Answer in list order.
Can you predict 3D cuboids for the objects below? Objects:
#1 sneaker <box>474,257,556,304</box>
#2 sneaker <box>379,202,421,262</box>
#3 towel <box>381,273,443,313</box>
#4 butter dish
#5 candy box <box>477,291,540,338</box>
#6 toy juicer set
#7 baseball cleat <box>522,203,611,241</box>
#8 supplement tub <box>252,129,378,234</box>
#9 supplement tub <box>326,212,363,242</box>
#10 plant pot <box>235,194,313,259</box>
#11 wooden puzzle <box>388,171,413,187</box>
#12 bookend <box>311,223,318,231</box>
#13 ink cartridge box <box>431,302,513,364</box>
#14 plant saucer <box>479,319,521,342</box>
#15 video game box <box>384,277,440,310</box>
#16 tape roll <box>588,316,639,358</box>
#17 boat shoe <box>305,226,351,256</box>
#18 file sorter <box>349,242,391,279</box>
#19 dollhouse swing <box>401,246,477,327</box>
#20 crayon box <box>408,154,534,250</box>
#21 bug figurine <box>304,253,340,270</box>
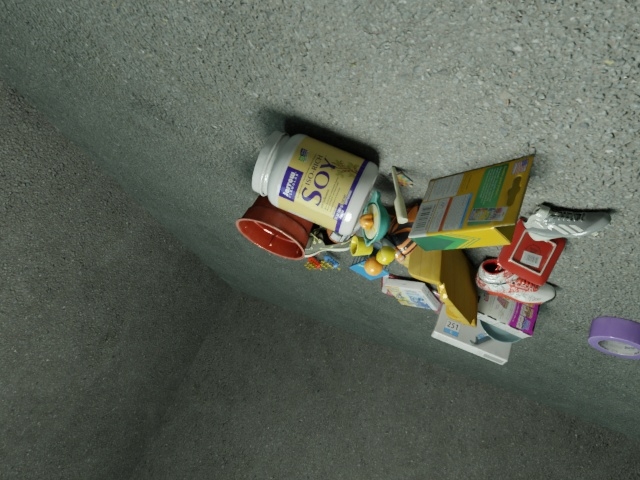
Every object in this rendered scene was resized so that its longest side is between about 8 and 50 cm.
[{"bbox_3d":[0.682,0.139,1.503,0.270,0.090,0.145,9,143,19],"label":"sneaker"},{"bbox_3d":[0.272,-0.053,1.476,0.124,0.180,0.321,44,-173,-28],"label":"sneaker"},{"bbox_3d":[0.454,0.260,2.129,0.329,0.037,0.237,20,158,16],"label":"towel"},{"bbox_3d":[0.610,0.031,1.295,0.160,0.159,0.118,26,-177,-1],"label":"butter dish"},{"bbox_3d":[0.701,0.252,1.655,0.234,0.159,0.071,25,158,4],"label":"candy box"},{"bbox_3d":[0.171,-0.035,1.314,0.090,0.209,0.328,5,129,-17],"label":"toy juicer set"},{"bbox_3d":[0.633,-0.053,1.134,0.109,0.072,0.206,49,144,-16],"label":"baseball cleat"},{"bbox_3d":[-0.015,-0.181,1.325,0.332,0.241,0.241,23,159,5],"label":"supplement tub"},{"bbox_3d":[0.089,-0.061,1.666,0.117,0.117,0.190,26,160,-1],"label":"supplement tub"},{"bbox_3d":[-0.127,-0.110,1.586,0.273,0.265,0.272,22,158,9],"label":"plant pot"},{"bbox_3d":[0.251,-0.188,1.334,0.083,0.006,0.049,34,158,-21],"label":"wooden puzzle"},{"bbox_3d":[-0.086,-0.066,1.914,0.157,0.072,0.156,24,159,6],"label":"bookend"},{"bbox_3d":[0.640,0.330,1.782,0.297,0.261,0.066,20,150,12],"label":"ink cartridge box"},{"bbox_3d":[0.726,0.311,1.719,0.195,0.194,0.037,20,162,14],"label":"plant saucer"},{"bbox_3d":[0.432,0.253,2.039,0.205,0.048,0.187,3,144,45],"label":"video game box"},{"bbox_3d":[1.087,0.354,1.572,0.189,0.080,0.189,23,160,9],"label":"tape roll"},{"bbox_3d":[-0.001,-0.004,1.781,0.305,0.109,0.091,-6,148,-20],"label":"boat shoe"},{"bbox_3d":[0.226,0.091,1.886,0.118,0.104,0.170,31,158,-12],"label":"file sorter"},{"bbox_3d":[0.372,0.129,1.595,0.305,0.315,0.347,-10,142,35],"label":"dollhouse swing"},{"bbox_3d":[0.402,-0.085,1.131,0.083,0.203,0.323,36,157,-26],"label":"crayon box"},{"bbox_3d":[-0.025,0.082,2.198,0.216,0.072,0.279,40,160,-20],"label":"bug figurine"}]
